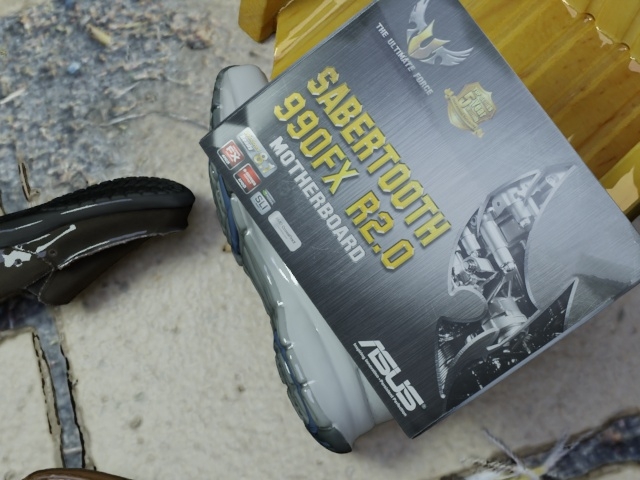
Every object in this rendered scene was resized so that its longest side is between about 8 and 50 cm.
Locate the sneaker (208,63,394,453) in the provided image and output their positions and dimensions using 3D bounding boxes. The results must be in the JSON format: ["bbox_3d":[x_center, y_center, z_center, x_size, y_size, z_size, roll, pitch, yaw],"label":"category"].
[{"bbox_3d":[0.000,0.000,0.663,0.129,0.111,0.297,-21,79,-12],"label":"sneaker"}]

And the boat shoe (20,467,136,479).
[{"bbox_3d":[-0.081,0.227,0.583,0.307,0.104,0.111,23,62,9],"label":"boat shoe"}]

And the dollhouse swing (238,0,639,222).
[{"bbox_3d":[0.130,-0.195,0.585,0.315,0.305,0.347,-42,75,-6],"label":"dollhouse swing"}]

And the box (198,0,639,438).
[{"bbox_3d":[0.064,-0.024,0.560,0.183,0.056,0.231,-36,83,10],"label":"box"}]

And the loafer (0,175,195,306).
[{"bbox_3d":[-0.199,0.008,0.696,0.220,0.080,0.078,-15,106,2],"label":"loafer"}]
